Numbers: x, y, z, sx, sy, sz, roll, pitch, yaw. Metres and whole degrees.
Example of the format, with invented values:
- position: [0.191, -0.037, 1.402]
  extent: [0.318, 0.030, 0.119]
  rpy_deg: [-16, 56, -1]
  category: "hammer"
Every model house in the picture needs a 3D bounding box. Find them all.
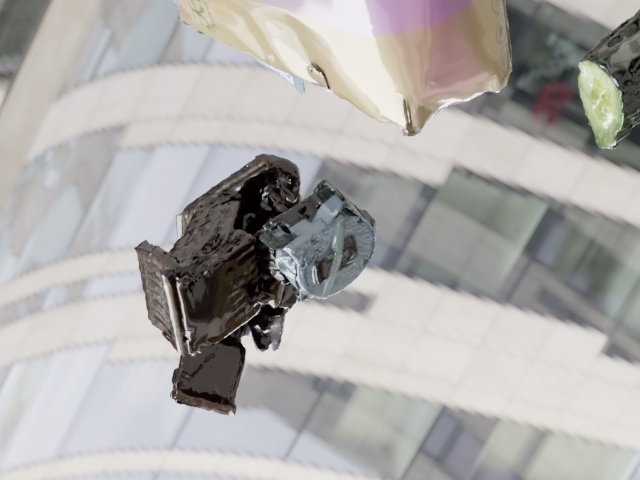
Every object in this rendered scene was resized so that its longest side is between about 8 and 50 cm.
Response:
- position: [-0.077, 0.054, 1.534]
  extent: [0.141, 0.203, 0.164]
  rpy_deg: [-5, -140, 5]
  category: "model house"

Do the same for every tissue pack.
- position: [-0.006, -0.206, 0.937]
  extent: [0.123, 0.256, 0.215]
  rpy_deg: [-37, -136, -25]
  category: "tissue pack"

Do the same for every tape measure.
- position: [0.001, 0.001, 1.455]
  extent: [0.054, 0.091, 0.094]
  rpy_deg: [42, 168, 37]
  category: "tape measure"

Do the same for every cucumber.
- position: [0.309, -0.184, 1.456]
  extent: [0.077, 0.265, 0.077]
  rpy_deg: [49, 172, 9]
  category: "cucumber"

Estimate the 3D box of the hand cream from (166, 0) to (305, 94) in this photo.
- position: [-0.103, -0.206, 1.380]
  extent: [0.058, 0.091, 0.271]
  rpy_deg: [-33, -129, -27]
  category: "hand cream"

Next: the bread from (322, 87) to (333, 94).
- position: [0.015, -0.147, 1.258]
  extent: [0.035, 0.070, 0.083]
  rpy_deg: [18, -156, -25]
  category: "bread"
